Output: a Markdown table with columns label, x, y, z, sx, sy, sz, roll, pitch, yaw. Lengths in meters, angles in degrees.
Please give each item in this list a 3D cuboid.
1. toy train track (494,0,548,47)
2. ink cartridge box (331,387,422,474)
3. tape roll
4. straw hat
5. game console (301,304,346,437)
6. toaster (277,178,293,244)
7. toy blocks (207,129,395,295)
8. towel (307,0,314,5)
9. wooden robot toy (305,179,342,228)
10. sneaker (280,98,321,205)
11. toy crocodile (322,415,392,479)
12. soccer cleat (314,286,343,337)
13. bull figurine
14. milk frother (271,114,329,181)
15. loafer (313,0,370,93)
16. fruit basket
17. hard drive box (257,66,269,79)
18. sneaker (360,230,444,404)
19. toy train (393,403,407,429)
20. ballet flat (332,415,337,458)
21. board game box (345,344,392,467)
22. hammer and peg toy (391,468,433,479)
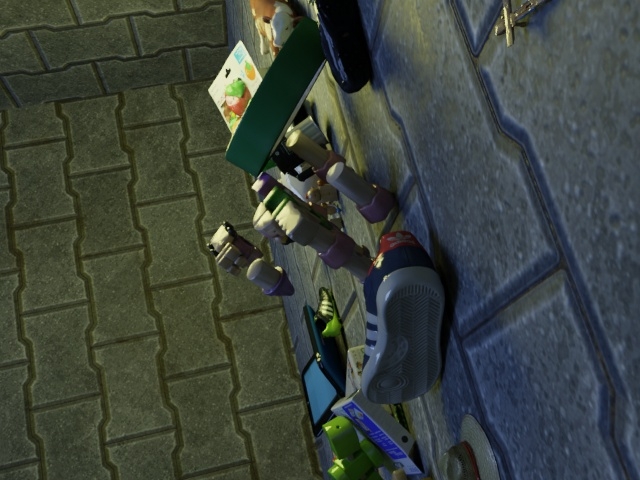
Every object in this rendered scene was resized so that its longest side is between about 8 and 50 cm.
| label | x | y | z | sx | sy | sz | roll | pitch | yaw |
| --- | --- | --- | --- | --- | --- | --- | --- | --- | --- |
| toy train track | 0.187 | -0.208 | 0.623 | 0.083 | 0.014 | 0.048 | 162 | 103 | -75 |
| ink cartridge box | 0.126 | 0.416 | 1.462 | 0.208 | 0.045 | 0.206 | 46 | 158 | 6 |
| tape roll | -0.077 | -0.280 | 1.340 | 0.321 | 0.077 | 0.321 | -58 | 6 | 10 |
| straw hat | 0.209 | 0.335 | 1.002 | 0.144 | 0.061 | 0.144 | 169 | 90 | -82 |
| game console | -0.026 | 0.387 | 2.034 | 0.250 | 0.173 | 0.293 | 55 | -172 | -32 |
| toaster | -0.077 | -0.092 | 2.007 | 0.227 | 0.129 | 0.146 | 97 | 162 | -67 |
| toy blocks | 0.000 | 0.000 | 1.300 | 0.260 | 0.309 | 0.288 | 35 | -173 | -31 |
| towel | -0.029 | -0.582 | 1.431 | 0.110 | 0.027 | 0.148 | -111 | 12 | -50 |
| wooden robot toy | 0.001 | -0.106 | 1.667 | 0.076 | 0.079 | 0.173 | -146 | 46 | -77 |
| sneaker | -0.049 | -0.228 | 1.757 | 0.129 | 0.111 | 0.297 | 156 | 102 | -74 |
| toy crocodile | 0.103 | 0.539 | 1.504 | 0.340 | 0.115 | 0.105 | 59 | 161 | -20 |
| soccer cleat | 0.012 | 0.209 | 2.003 | 0.060 | 0.072 | 0.179 | 89 | 167 | -47 |
| bull figurine | -0.108 | -0.539 | 1.727 | 0.310 | 0.101 | 0.188 | -111 | 12 | -45 |
| milk frother | -0.043 | -0.215 | 1.651 | 0.129 | 0.135 | 0.143 | 55 | -174 | -9 |
| loafer | 0.028 | -0.366 | 1.187 | 0.078 | 0.076 | 0.223 | 161 | 94 | -73 |
| fruit basket | -0.233 | -0.393 | 2.141 | 0.353 | 0.165 | 0.327 | 57 | 149 | -1 |
| hard drive box | -0.188 | -0.465 | 2.344 | 0.232 | 0.089 | 0.181 | -113 | 15 | -49 |
| sneaker | 0.126 | 0.129 | 1.101 | 0.350 | 0.131 | 0.148 | 96 | 168 | -45 |
| toy train | 0.166 | 0.365 | 1.439 | 0.023 | 0.017 | 0.083 | 75 | 179 | -65 |
| ballet flat | 0.079 | 0.550 | 1.947 | 0.316 | 0.107 | 0.106 | -119 | 34 | -61 |
| board game box | 0.115 | 0.424 | 1.699 | 0.305 | 0.053 | 0.193 | 90 | 164 | -50 |
| hammer and peg toy | 0.181 | 0.643 | 1.334 | 0.266 | 0.127 | 0.361 | -110 | 13 | -44 |
